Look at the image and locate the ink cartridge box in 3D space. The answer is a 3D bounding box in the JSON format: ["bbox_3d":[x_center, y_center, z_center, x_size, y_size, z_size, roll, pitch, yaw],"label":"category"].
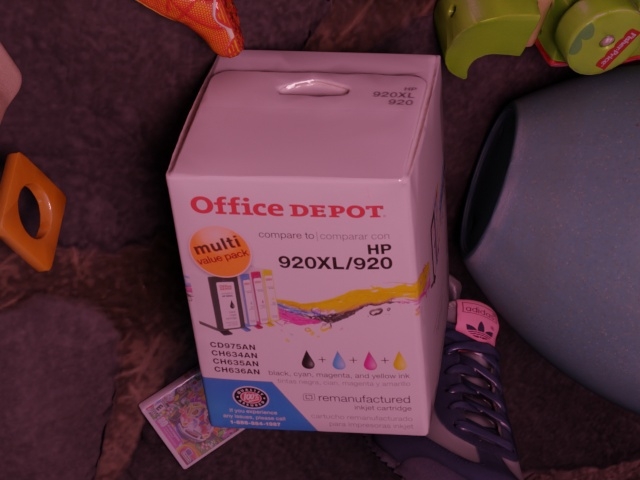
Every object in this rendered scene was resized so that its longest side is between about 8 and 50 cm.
[{"bbox_3d":[0.000,0.000,1.209,0.171,0.168,0.233,1,127,11],"label":"ink cartridge box"}]

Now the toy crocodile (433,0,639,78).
[{"bbox_3d":[0.253,-0.187,1.305,0.340,0.115,0.105,-10,142,-21],"label":"toy crocodile"}]

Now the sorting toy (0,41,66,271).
[{"bbox_3d":[-0.274,-0.093,1.042,0.047,0.196,0.348,-9,134,25],"label":"sorting toy"}]

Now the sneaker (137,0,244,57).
[{"bbox_3d":[-0.112,-0.187,1.138,0.067,0.064,0.175,-29,128,16],"label":"sneaker"}]

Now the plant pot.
[{"bbox_3d":[0.224,-0.020,1.322,0.195,0.290,0.290,17,114,-7],"label":"plant pot"}]

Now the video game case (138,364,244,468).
[{"bbox_3d":[-0.083,0.132,1.397,0.122,0.011,0.087,-34,132,-6],"label":"video game case"}]

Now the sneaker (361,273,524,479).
[{"bbox_3d":[0.099,0.114,1.296,0.112,0.319,0.131,28,99,-23],"label":"sneaker"}]
